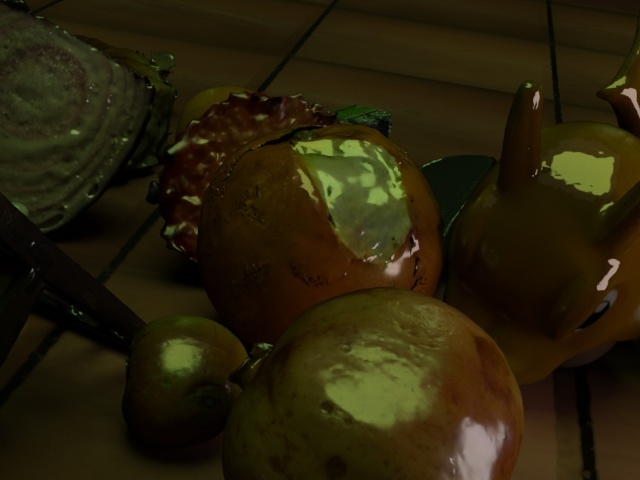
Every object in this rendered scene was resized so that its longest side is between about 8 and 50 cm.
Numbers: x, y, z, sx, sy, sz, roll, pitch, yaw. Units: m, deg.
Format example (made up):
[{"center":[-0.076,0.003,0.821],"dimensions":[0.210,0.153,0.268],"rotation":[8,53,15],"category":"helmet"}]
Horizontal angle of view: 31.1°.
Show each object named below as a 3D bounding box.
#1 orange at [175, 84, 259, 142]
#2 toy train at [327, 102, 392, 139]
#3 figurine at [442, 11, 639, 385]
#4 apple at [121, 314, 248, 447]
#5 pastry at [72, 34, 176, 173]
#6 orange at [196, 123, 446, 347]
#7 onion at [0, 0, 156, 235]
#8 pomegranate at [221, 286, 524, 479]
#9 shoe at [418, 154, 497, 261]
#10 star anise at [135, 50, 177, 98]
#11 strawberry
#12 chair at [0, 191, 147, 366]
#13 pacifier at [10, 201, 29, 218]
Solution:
[{"center":[-0.113,-0.125,1.472],"dimensions":[0.155,0.134,0.154],"rotation":[18,39,-15],"category":"orange"},{"center":[0.029,-0.154,1.662],"dimensions":[0.081,0.060,0.202],"rotation":[15,23,34],"category":"toy train"},{"center":[0.281,-0.044,1.147],"dimensions":[0.268,0.400,0.387],"rotation":[-1,10,33],"category":"figurine"},{"center":[-0.110,0.115,0.945],"dimensions":[0.102,0.099,0.114],"rotation":[7,20,-9],"category":"apple"},{"center":[-0.349,-0.177,1.491],"dimensions":[0.330,0.136,0.329],"rotation":[8,24,-4],"category":"pastry"},{"center":[0.000,0.000,1.084],"dimensions":[0.240,0.240,0.240],"rotation":[7,23,-3],"category":"orange"},{"center":[-0.339,-0.127,1.297],"dimensions":[0.250,0.247,0.111],"rotation":[31,-1,-8],"category":"onion"},{"center":[0.032,0.131,0.807],"dimensions":[0.215,0.215,0.215],"rotation":[7,23,-3],"category":"pomegranate"},{"center":[0.134,-0.005,1.331],"dimensions":[0.108,0.093,0.241],"rotation":[3,40,33],"category":"shoe"},{"center":[-0.303,-0.255,1.790],"dimensions":[0.157,0.053,0.212],"rotation":[4,26,-13],"category":"star anise"},{"center":[-0.074,-0.044,1.276],"dimensions":[0.234,0.233,0.178],"rotation":[5,-6,-6],"category":"strawberry"},{"center":[-0.323,0.074,0.894],"dimensions":[0.203,0.416,0.240],"rotation":[20,70,26],"category":"chair"},{"center":[-0.319,-0.003,1.176],"dimensions":[0.081,0.078,0.099],"rotation":[18,13,-36],"category":"pacifier"}]
